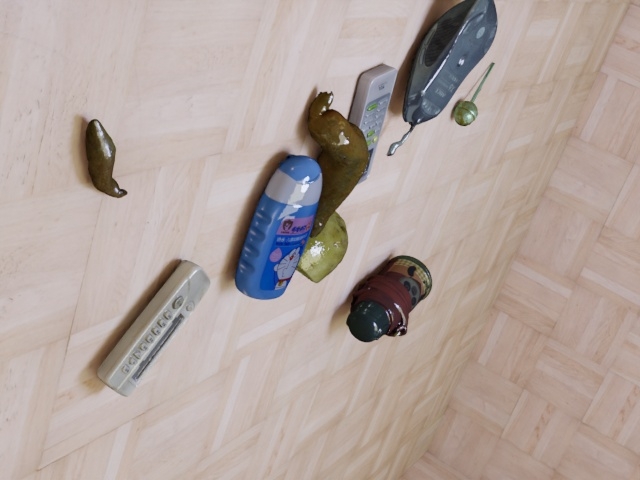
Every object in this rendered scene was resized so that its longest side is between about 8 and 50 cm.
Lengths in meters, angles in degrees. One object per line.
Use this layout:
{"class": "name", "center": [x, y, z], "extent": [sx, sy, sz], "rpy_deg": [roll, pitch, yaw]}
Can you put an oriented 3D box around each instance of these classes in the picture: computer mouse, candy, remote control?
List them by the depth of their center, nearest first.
{"class": "remote control", "center": [-0.260, 0.133, 1.453], "extent": [0.230, 0.049, 0.090], "rpy_deg": [-54, 158, -16]}
{"class": "remote control", "center": [0.085, -0.214, 1.791], "extent": [0.103, 0.034, 0.250], "rpy_deg": [-33, 145, -49]}
{"class": "computer mouse", "center": [0.225, -0.339, 1.878], "extent": [0.379, 0.090, 0.167], "rpy_deg": [-56, 153, 7]}
{"class": "candy", "center": [0.378, -0.357, 2.243], "extent": [0.202, 0.061, 0.061], "rpy_deg": [-59, 159, -26]}

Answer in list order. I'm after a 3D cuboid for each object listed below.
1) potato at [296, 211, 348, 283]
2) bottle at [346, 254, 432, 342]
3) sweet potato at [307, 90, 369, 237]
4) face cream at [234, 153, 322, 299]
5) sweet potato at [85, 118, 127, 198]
{"class": "potato", "center": [0.000, 0.000, 1.809], "extent": [0.149, 0.081, 0.120], "rpy_deg": [-57, 160, -7]}
{"class": "bottle", "center": [0.162, 0.155, 2.246], "extent": [0.271, 0.156, 0.143], "rpy_deg": [-42, 158, -47]}
{"class": "sweet potato", "center": [0.030, -0.143, 1.681], "extent": [0.124, 0.098, 0.310], "rpy_deg": [-23, 143, -25]}
{"class": "face cream", "center": [-0.067, -0.027, 1.627], "extent": [0.149, 0.083, 0.263], "rpy_deg": [-15, 130, -55]}
{"class": "sweet potato", "center": [-0.272, -0.094, 1.168], "extent": [0.041, 0.038, 0.153], "rpy_deg": [-27, 149, -17]}
